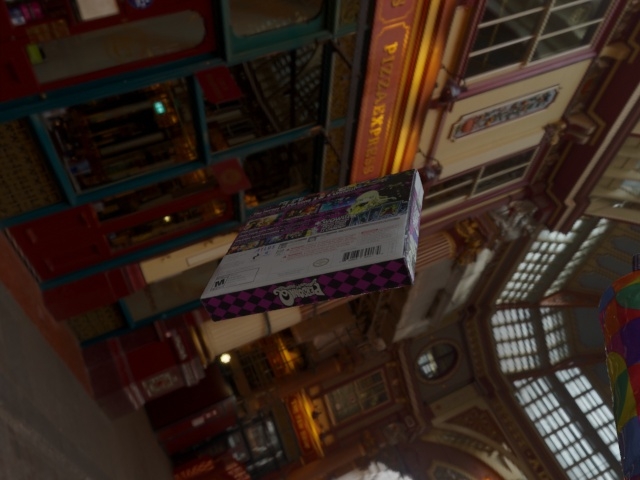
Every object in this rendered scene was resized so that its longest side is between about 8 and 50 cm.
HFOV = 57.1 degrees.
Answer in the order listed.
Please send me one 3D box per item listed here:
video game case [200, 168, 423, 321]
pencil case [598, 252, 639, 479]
[{"bbox_3d":[0.000,0.000,0.686,0.210,0.232,0.042,-70,143,-57],"label":"video game case"},{"bbox_3d":[0.246,0.109,0.388,0.236,0.104,0.105,-64,150,-51],"label":"pencil case"}]
